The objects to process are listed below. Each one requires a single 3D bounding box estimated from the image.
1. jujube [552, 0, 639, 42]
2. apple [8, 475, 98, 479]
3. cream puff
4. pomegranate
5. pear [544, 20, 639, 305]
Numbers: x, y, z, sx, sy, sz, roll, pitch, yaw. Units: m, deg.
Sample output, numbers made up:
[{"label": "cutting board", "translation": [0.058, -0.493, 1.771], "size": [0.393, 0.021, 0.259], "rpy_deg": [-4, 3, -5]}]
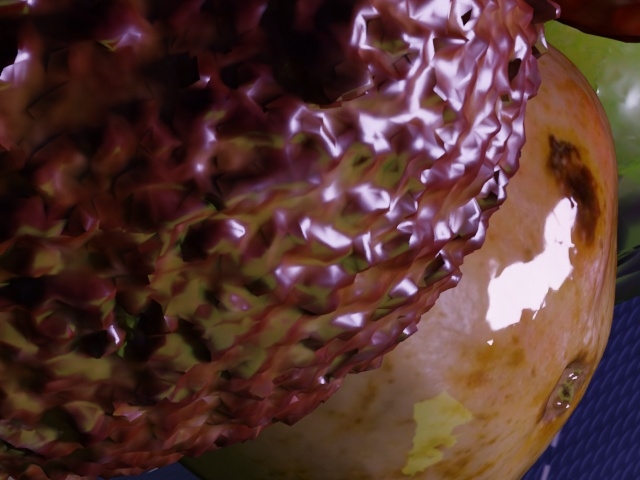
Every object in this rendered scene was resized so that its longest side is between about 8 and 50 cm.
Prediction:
[{"label": "jujube", "translation": [0.146, -0.196, 0.549], "size": [0.213, 0.213, 0.232], "rpy_deg": [-19, 157, -39]}, {"label": "apple", "translation": [-0.336, 0.324, 1.613], "size": [0.207, 0.174, 0.188], "rpy_deg": [-41, 177, -30]}, {"label": "cream puff", "translation": [-0.076, -0.032, 0.510], "size": [0.350, 0.229, 0.350], "rpy_deg": [-15, 172, -2]}, {"label": "pomegranate", "translation": [0.000, 0.000, 0.814], "size": [0.342, 0.342, 0.342], "rpy_deg": [-28, 167, -7]}, {"label": "pear", "translation": [0.189, -0.054, 1.073], "size": [0.398, 0.165, 0.399], "rpy_deg": [-17, 154, -8]}]
